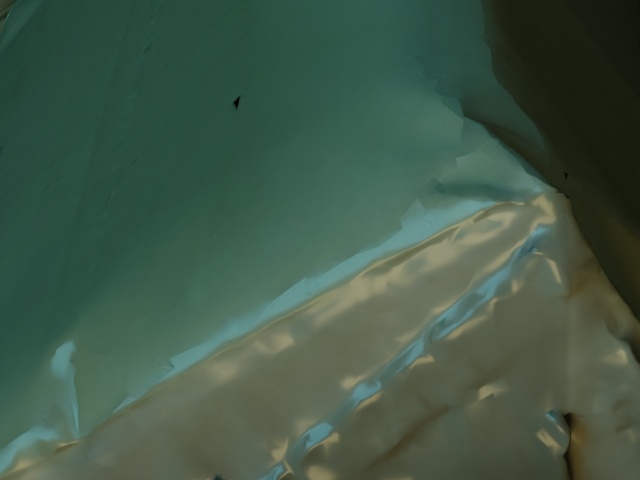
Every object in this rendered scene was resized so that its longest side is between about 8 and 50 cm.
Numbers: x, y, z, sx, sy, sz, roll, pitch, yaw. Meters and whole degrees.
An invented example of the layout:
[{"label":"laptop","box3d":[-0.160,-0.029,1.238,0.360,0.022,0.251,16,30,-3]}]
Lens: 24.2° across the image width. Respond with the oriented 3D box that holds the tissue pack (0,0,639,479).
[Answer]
[{"label":"tissue pack","box3d":[0.000,0.000,0.543,0.297,0.207,0.380,-33,29,23]}]
